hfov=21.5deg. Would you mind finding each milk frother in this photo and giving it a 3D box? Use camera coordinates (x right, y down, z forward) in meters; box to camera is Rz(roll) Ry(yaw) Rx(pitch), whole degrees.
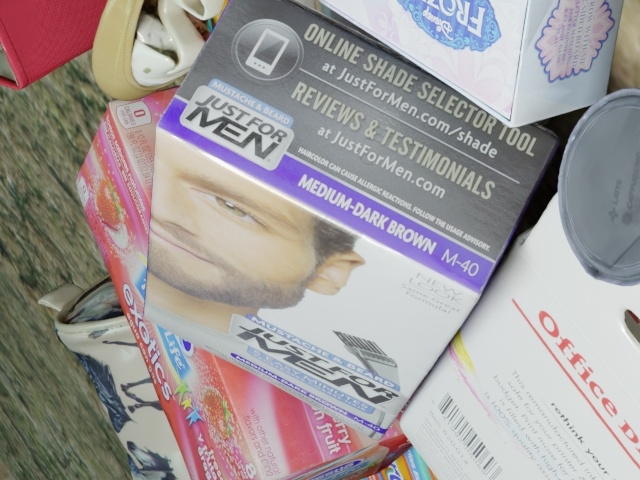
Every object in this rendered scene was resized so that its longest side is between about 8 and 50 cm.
[{"bbox_3d":[0.169,-0.048,0.765,0.143,0.135,0.129,21,104,53],"label":"milk frother"}]

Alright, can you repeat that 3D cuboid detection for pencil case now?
[{"bbox_3d":[-0.121,0.207,1.637,0.183,0.160,0.410,7,124,43],"label":"pencil case"}]

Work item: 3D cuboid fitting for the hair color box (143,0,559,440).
[{"bbox_3d":[0.000,0.000,0.989,0.185,0.110,0.339,27,159,3],"label":"hair color box"}]

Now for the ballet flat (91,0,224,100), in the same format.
[{"bbox_3d":[-0.097,-0.153,1.088,0.073,0.080,0.232,50,147,22],"label":"ballet flat"}]

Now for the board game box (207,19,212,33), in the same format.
[{"bbox_3d":[-0.111,-0.202,1.321,0.186,0.026,0.126,46,153,32],"label":"board game box"}]

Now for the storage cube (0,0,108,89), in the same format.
[{"bbox_3d":[-0.207,-0.242,1.181,0.184,0.193,0.215,18,135,53],"label":"storage cube"}]

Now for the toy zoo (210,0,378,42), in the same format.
[{"bbox_3d":[-0.030,-0.190,1.049,0.192,0.030,0.293,174,86,-66],"label":"toy zoo"}]

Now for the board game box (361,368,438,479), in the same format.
[{"bbox_3d":[0.044,0.150,1.372,0.210,0.047,0.160,20,133,57],"label":"board game box"}]

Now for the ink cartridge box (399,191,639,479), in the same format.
[{"bbox_3d":[0.180,0.093,0.925,0.207,0.119,0.353,54,157,15],"label":"ink cartridge box"}]

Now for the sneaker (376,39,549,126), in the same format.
[{"bbox_3d":[0.058,-0.095,1.035,0.232,0.090,0.115,-24,83,63],"label":"sneaker"}]

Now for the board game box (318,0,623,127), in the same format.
[{"bbox_3d":[0.033,-0.264,0.801,0.319,0.066,0.318,40,135,42],"label":"board game box"}]

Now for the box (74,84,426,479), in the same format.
[{"bbox_3d":[-0.050,0.039,1.240,0.300,0.154,0.142,67,154,16],"label":"box"}]
